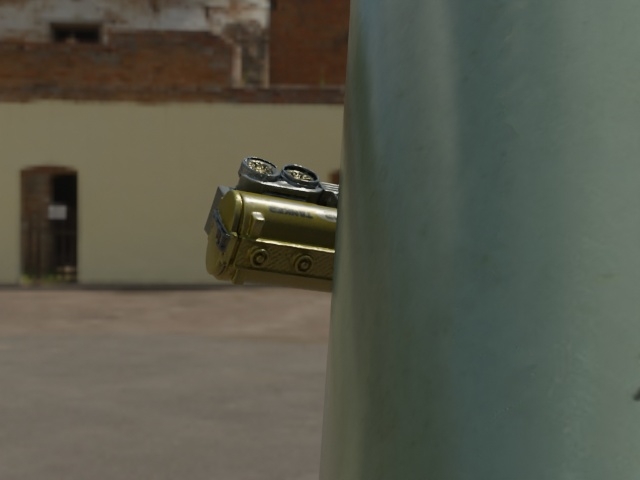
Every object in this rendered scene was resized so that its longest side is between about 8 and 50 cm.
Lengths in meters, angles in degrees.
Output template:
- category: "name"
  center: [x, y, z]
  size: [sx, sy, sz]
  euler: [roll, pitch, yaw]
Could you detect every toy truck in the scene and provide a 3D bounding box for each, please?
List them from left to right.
- category: "toy truck"
  center: [0.000, 0.000, 0.646]
  size: [0.123, 0.052, 0.063]
  euler: [9, 25, -25]

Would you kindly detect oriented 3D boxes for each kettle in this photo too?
- category: "kettle"
  center: [0.169, 0.048, 0.422]
  size: [0.361, 0.376, 0.250]
  euler: [-1, -34, 13]
